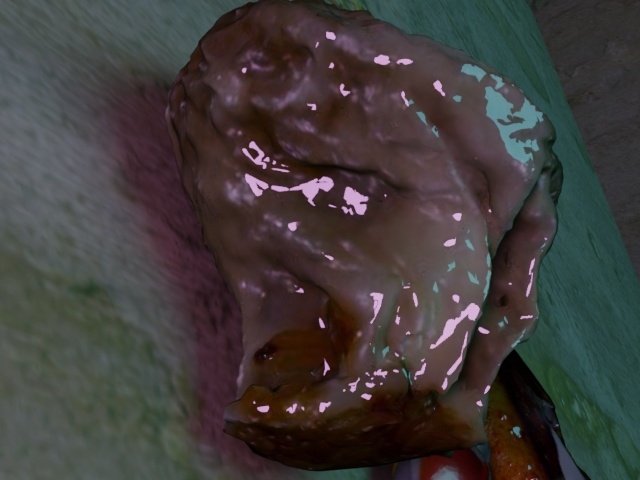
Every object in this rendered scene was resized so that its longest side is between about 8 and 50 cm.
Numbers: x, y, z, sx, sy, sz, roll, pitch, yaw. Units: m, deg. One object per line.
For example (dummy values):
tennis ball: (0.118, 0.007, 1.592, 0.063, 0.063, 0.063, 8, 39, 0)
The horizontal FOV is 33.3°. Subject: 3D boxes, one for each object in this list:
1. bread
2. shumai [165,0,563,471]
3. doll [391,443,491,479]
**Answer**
bread: (0.137, 0.153, 0.816, 0.139, 0.095, 0.269, 37, 20, -56)
shumai: (0.000, 0.000, 0.592, 0.225, 0.222, 0.260, 28, 1, -18)
doll: (0.070, 0.168, 0.664, 0.104, 0.062, 0.194, 49, 28, 4)
